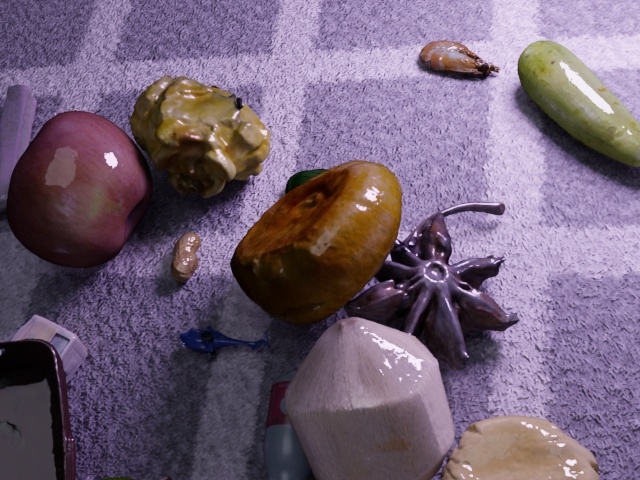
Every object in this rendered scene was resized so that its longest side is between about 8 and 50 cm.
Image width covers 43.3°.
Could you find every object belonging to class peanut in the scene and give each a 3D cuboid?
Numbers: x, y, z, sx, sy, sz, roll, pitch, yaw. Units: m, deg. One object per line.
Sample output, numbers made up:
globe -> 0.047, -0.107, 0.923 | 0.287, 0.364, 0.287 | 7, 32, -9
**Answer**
peanut -> -0.262, 0.031, 1.567 | 0.054, 0.054, 0.113 | -1, 56, 12

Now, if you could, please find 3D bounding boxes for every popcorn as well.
popcorn -> -0.241, -0.210, 1.605 | 0.287, 0.215, 0.252 | 17, 27, 7

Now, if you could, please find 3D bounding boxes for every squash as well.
squash -> 0.509, -0.253, 1.551 | 0.118, 0.118, 0.370 | -29, 60, -8

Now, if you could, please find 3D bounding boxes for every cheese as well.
cheese -> 0.290, 0.360, 1.187 | 0.226, 0.117, 0.214 | 10, 53, 24

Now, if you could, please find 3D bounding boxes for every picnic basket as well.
picnic basket -> -0.507, 0.321, 1.293 | 0.223, 0.129, 0.296 | -8, 67, -14

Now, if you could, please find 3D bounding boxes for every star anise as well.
star anise -> 0.206, 0.086, 1.393 | 0.360, 0.139, 0.315 | -10, 62, -13

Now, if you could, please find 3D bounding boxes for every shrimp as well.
shrimp -> 0.299, -0.391, 1.729 | 0.184, 0.043, 0.091 | 26, 62, 27

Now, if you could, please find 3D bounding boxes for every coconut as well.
coconut -> 0.072, 0.241, 1.205 | 0.238, 0.237, 0.265 | -21, 98, -2

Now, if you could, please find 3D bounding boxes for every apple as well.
apple -> -0.457, -0.096, 1.558 | 0.235, 0.305, 0.305 | 25, 62, -1

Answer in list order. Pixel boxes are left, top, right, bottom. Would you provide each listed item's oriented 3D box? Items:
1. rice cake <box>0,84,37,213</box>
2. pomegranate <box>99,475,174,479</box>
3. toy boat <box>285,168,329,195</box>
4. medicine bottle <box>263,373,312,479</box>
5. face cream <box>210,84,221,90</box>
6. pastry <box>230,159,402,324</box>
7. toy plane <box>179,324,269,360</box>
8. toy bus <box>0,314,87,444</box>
rice cake -> -0.695, -0.208, 1.815 | 0.073, 0.056, 0.364 | -14, 55, 10
pomegranate -> -0.291, 0.440, 1.242 | 0.180, 0.179, 0.210 | 17, 24, 22
toy boat -> 0.024, -0.091, 1.584 | 0.210, 0.052, 0.104 | 16, 64, 23
medicine bottle -> -0.047, 0.328, 1.293 | 0.091, 0.090, 0.216 | -1, 57, 12
face cream -> -0.283, -0.267, 1.768 | 0.072, 0.051, 0.182 | 32, 69, 30
pastry -> 0.000, 0.000, 1.384 | 0.356, 0.163, 0.356 | -34, 17, 12
toy plane -> -0.176, 0.179, 1.451 | 0.167, 0.054, 0.062 | 4, 32, 15
toy bus -> -0.561, 0.299, 1.427 | 0.138, 0.097, 0.342 | 21, 62, 16
